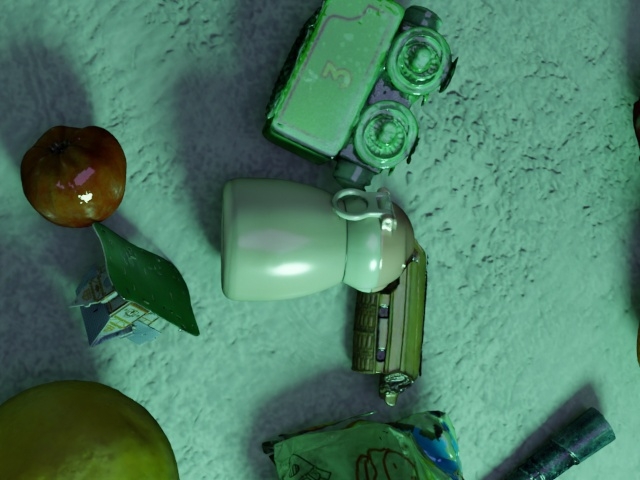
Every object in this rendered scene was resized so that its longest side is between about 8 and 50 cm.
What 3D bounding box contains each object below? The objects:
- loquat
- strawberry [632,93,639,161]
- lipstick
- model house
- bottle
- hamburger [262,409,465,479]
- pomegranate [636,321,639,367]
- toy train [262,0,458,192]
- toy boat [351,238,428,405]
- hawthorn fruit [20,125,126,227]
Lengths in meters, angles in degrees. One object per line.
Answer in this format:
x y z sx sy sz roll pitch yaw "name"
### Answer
-0.292 0.293 1.494 0.275 0.275 0.274 -1 93 -16 "loquat"
0.573 -0.085 1.728 0.295 0.317 0.345 -46 127 -14 "strawberry"
0.281 0.306 1.774 0.234 0.053 0.053 -32 101 -8 "lipstick"
-0.232 0.069 1.570 0.088 0.117 0.167 -35 145 17 "model house"
0.000 0.000 1.601 0.237 0.147 0.147 1 93 -7 "bottle"
0.059 0.336 1.620 0.261 0.150 0.276 4 72 -6 "hamburger"
0.518 0.138 1.730 0.221 0.221 0.256 42 38 -14 "pomegranate"
0.047 -0.189 1.637 0.188 0.132 0.243 27 85 -8 "toy train"
0.086 0.094 1.691 0.088 0.068 0.226 3 92 -8 "toy boat"
-0.280 -0.067 1.546 0.125 0.125 0.140 -21 97 -15 "hawthorn fruit"
